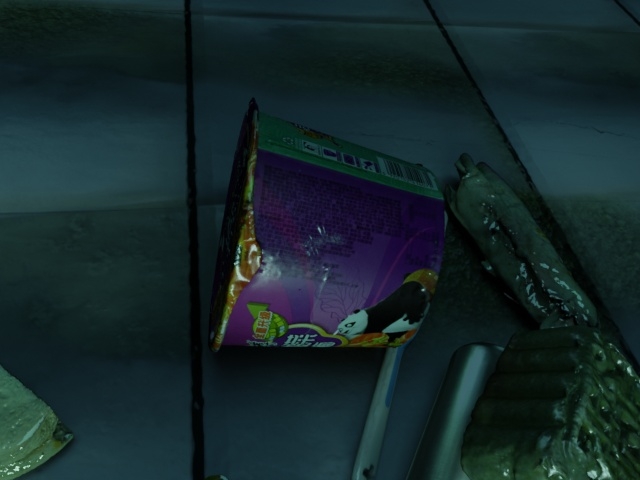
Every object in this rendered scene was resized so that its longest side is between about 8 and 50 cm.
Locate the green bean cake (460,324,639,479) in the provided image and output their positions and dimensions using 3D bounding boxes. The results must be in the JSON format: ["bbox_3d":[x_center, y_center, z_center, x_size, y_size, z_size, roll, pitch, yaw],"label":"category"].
[{"bbox_3d":[0.225,0.182,0.488,0.181,0.094,0.173,53,47,-9],"label":"green bean cake"}]

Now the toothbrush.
[{"bbox_3d":[0.099,0.095,0.631,0.040,0.040,0.386,18,49,6],"label":"toothbrush"}]

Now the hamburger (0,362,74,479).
[{"bbox_3d":[-0.292,0.161,0.498,0.121,0.054,0.084,33,56,21],"label":"hamburger"}]

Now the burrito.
[{"bbox_3d":[0.245,0.001,0.723,0.096,0.066,0.309,-6,51,-21],"label":"burrito"}]

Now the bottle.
[{"bbox_3d":[0.119,0.202,0.510,0.096,0.079,0.253,39,50,-7],"label":"bottle"}]

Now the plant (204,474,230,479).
[{"bbox_3d":[-0.055,0.268,0.351,0.261,0.296,0.306,16,17,-33],"label":"plant"}]

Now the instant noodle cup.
[{"bbox_3d":[0.000,0.000,0.576,0.190,0.251,0.251,10,48,-13],"label":"instant noodle cup"}]
